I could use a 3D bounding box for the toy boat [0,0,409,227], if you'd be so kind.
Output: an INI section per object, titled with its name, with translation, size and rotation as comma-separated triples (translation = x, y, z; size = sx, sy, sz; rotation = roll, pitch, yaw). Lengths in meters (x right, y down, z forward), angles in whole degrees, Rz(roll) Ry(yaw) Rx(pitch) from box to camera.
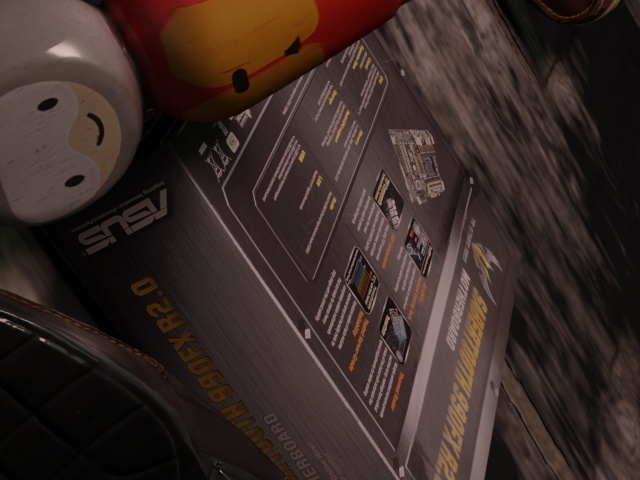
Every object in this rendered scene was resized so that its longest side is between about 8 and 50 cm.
[toy boat]
translation = -0.101, -0.168, 0.455
size = 0.318, 0.148, 0.267
rotation = 64, -9, -5

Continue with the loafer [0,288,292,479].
[loafer]
translation = -0.059, 0.058, 0.452
size = 0.170, 0.062, 0.061
rotation = 48, 6, -41

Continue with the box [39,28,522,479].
[box]
translation = 0.000, 0.000, 0.624
size = 0.183, 0.056, 0.231
rotation = 56, 24, -19

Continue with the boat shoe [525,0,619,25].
[boat shoe]
translation = 0.101, -0.243, 1.071
size = 0.257, 0.095, 0.095
rotation = 56, 37, -4
